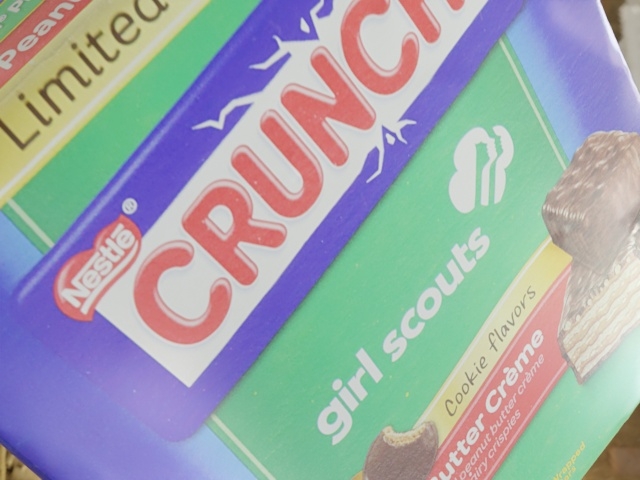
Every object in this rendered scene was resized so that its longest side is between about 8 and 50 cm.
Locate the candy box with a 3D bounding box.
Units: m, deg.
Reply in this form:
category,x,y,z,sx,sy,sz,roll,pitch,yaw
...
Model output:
category,x,y,z,sx,sy,sz,roll,pitch,yaw
candy box,0.000,0.000,0.448,0.268,0.122,0.317,-48,-53,-15
